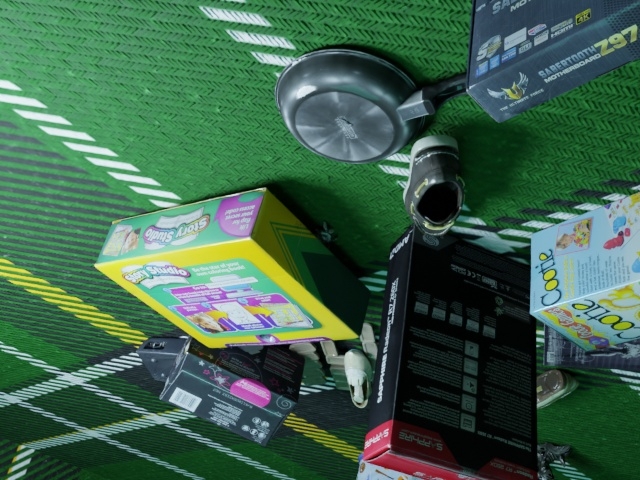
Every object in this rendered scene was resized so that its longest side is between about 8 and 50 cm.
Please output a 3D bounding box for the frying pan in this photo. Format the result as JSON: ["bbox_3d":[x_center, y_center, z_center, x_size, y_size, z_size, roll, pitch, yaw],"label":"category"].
[{"bbox_3d":[0.097,-0.154,0.923,0.326,0.053,0.197,8,148,10],"label":"frying pan"}]

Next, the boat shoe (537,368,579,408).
[{"bbox_3d":[0.451,0.323,1.504,0.072,0.068,0.190,17,148,-29],"label":"boat shoe"}]

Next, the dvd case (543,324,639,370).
[{"bbox_3d":[0.522,0.191,1.322,0.221,0.018,0.164,1,144,17],"label":"dvd case"}]

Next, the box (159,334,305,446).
[{"bbox_3d":[-0.180,0.287,1.516,0.247,0.142,0.163,27,122,-9],"label":"box"}]

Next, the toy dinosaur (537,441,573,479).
[{"bbox_3d":[0.538,0.615,1.767,0.322,0.218,0.164,30,143,-26],"label":"toy dinosaur"}]

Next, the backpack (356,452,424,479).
[{"bbox_3d":[0.224,0.627,1.895,0.276,0.213,0.263,-20,144,30],"label":"backpack"}]

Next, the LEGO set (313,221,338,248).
[{"bbox_3d":[0.002,0.001,1.197,0.054,0.023,0.083,1,145,16],"label":"LEGO set"}]

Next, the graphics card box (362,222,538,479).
[{"bbox_3d":[0.202,0.173,1.078,0.232,0.371,0.094,19,146,-13],"label":"graphics card box"}]

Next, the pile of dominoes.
[{"bbox_3d":[0.035,0.236,1.548,0.196,0.040,0.251,1,137,16],"label":"pile of dominoes"}]

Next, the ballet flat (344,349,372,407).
[{"bbox_3d":[0.082,0.296,1.529,0.057,0.052,0.168,1,137,16],"label":"ballet flat"}]

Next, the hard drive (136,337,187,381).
[{"bbox_3d":[-0.279,0.285,1.681,0.254,0.054,0.172,4,146,10],"label":"hard drive"}]

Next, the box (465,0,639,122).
[{"bbox_3d":[0.241,-0.228,0.637,0.232,0.183,0.059,-21,134,41],"label":"box"}]

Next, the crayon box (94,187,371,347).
[{"bbox_3d":[-0.149,0.065,1.254,0.363,0.106,0.313,-9,140,35],"label":"crayon box"}]

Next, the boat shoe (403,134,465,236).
[{"bbox_3d":[0.157,-0.055,1.003,0.081,0.069,0.228,-7,153,6],"label":"boat shoe"}]

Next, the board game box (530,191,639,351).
[{"bbox_3d":[0.447,0.035,1.000,0.142,0.144,0.275,32,142,-28],"label":"board game box"}]
